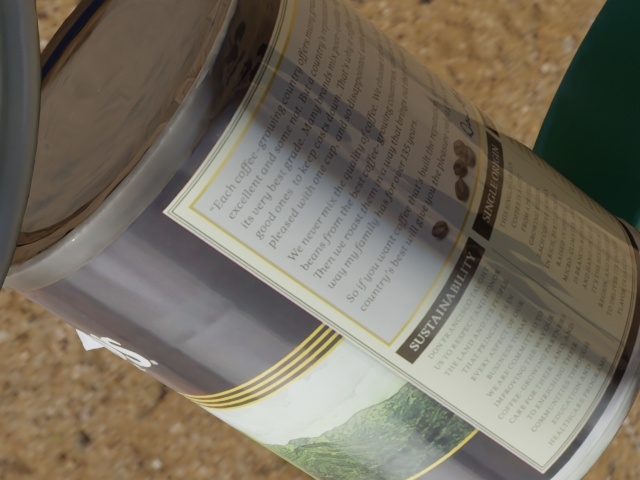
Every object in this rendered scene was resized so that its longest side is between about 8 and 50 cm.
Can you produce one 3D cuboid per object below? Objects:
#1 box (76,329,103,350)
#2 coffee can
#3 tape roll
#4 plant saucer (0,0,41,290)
[{"bbox_3d":[-0.122,-0.016,1.266,0.233,0.044,0.159,-13,104,55],"label":"box"},{"bbox_3d":[0.000,0.000,0.917,0.275,0.201,0.201,35,120,-27],"label":"coffee can"},{"bbox_3d":[0.242,-0.087,1.129,0.077,0.321,0.321,36,117,24],"label":"tape roll"},{"bbox_3d":[-0.283,-0.043,0.557,0.400,0.100,0.400,-2,105,-9],"label":"plant saucer"}]
